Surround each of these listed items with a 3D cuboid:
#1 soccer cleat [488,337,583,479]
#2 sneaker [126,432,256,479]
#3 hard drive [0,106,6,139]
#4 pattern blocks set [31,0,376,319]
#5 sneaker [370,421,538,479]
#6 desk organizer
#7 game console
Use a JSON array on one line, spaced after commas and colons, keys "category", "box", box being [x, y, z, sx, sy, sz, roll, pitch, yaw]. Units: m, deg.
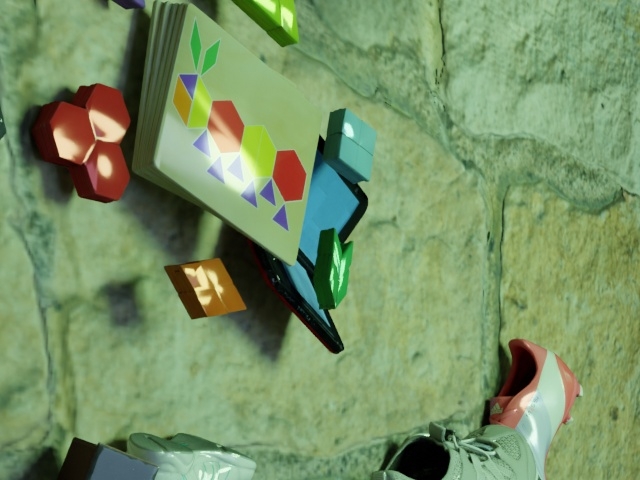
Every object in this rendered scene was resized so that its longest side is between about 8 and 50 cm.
[{"category": "soccer cleat", "box": [0.198, 0.215, 1.992, 0.095, 0.083, 0.248, 40, 53, -21]}, {"category": "sneaker", "box": [-0.099, 0.172, 1.387, 0.152, 0.053, 0.061, 12, 94, -61]}, {"category": "hard drive", "box": [-0.229, -0.161, 1.032, 0.172, 0.054, 0.255, -91, 170, -76]}, {"category": "pattern blocks set", "box": [-0.069, -0.078, 1.406, 0.325, 0.026, 0.285, 45, 49, -39]}, {"category": "sneaker", "box": [0.126, 0.216, 1.786, 0.281, 0.105, 0.115, -31, 117, -61]}, {"category": "desk organizer", "box": [-0.156, 0.196, 1.252, 0.047, 0.050, 0.130, 26, 80, -26]}, {"category": "game console", "box": [0.000, 0.000, 1.536, 0.144, 0.085, 0.124, 49, 13, -53]}]
